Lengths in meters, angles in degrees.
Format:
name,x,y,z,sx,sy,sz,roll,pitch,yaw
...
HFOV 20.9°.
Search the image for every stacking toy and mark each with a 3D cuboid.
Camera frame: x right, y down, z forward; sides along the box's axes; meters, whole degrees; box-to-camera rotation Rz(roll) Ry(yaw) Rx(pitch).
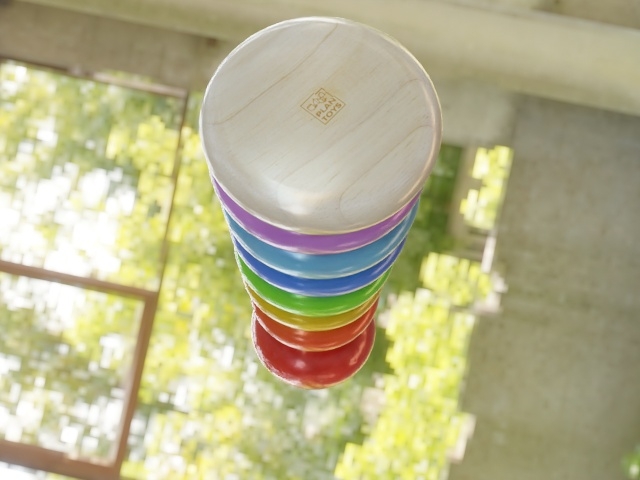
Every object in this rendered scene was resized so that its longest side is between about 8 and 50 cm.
name,x,y,z,sx,sy,sz,roll,pitch,yaw
stacking toy,0.000,0.000,1.129,0.330,0.141,0.141,90,-168,-63
